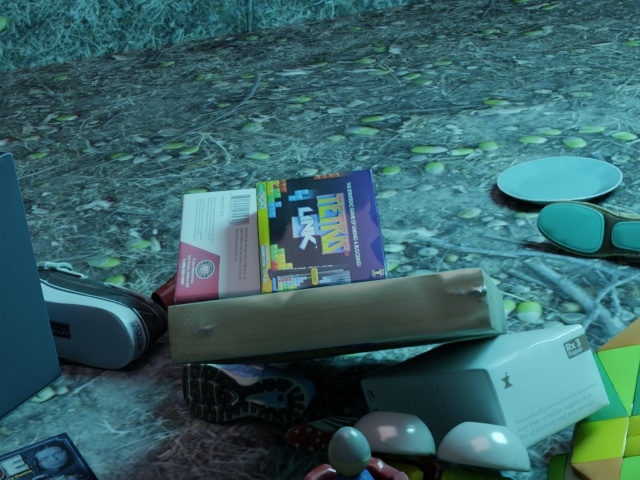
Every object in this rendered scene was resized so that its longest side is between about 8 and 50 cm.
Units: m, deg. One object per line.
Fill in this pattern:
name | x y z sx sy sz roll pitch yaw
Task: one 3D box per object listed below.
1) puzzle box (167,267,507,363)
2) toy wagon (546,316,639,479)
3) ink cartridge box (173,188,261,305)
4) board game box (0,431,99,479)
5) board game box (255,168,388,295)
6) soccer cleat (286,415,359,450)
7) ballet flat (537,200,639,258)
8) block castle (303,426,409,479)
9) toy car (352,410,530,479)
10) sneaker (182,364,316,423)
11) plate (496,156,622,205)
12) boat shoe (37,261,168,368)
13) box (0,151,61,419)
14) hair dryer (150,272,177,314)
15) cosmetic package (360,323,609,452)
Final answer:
puzzle box | 0.042 0.081 1.123 0.272 0.052 0.409 -7 -7 10
toy wagon | 0.324 0.174 0.971 0.267 0.068 0.344 -16 28 32
ink cartridge box | -0.048 0.024 1.396 0.237 0.100 0.172 -5 49 5
board game box | -0.329 0.273 1.083 0.243 0.042 0.165 -18 25 -24
board game box | 0.000 0.000 1.310 0.141 0.048 0.170 -8 49 2
soccer cleat | 0.005 0.197 1.183 0.083 0.029 0.035 -7 14 -8
ballet flat | 0.388 -0.008 1.518 0.206 0.073 0.067 15 4 37
block castle | 0.008 0.303 0.642 0.303 0.213 0.453 8 28 34
toy car | 0.100 0.230 0.959 0.182 0.159 0.136 3 -12 24
sneaker | -0.078 0.166 1.262 0.162 0.063 0.073 7 8 23
plate | 0.363 -0.086 1.741 0.188 0.024 0.188 -6 23 2
boat shoe | -0.336 0.079 1.459 0.306 0.113 0.105 7 20 25
box | -0.489 0.050 1.339 0.294 0.296 0.182 8 27 31
hair dryer | -0.073 0.054 1.476 0.293 0.080 0.224 -6 23 4
cosmetic package | 0.147 0.143 1.077 0.117 0.086 0.231 -20 2 -26
